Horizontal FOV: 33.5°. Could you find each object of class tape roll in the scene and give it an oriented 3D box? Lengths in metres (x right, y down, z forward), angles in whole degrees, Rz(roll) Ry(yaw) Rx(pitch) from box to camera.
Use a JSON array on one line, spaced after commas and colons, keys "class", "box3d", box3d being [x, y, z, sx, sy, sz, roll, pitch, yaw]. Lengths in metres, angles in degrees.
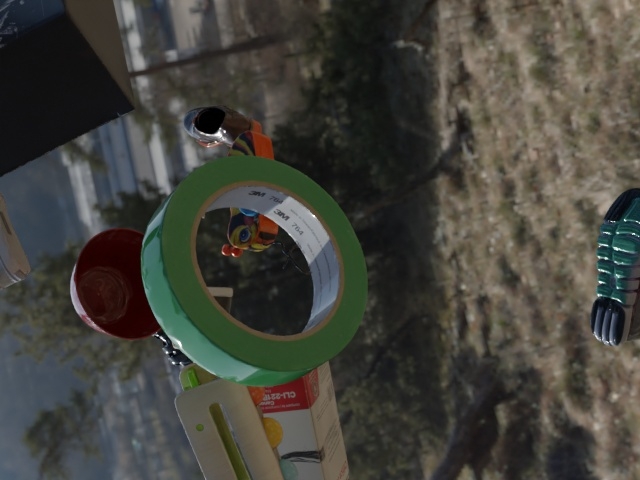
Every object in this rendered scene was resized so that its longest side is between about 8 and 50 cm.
[{"class": "tape roll", "box3d": [-0.087, 0.039, 1.482, 0.077, 0.321, 0.321, -39, 64, 51]}]

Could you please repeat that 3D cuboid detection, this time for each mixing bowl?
[{"class": "mixing bowl", "box3d": [-0.332, 0.080, 1.707, 0.098, 0.181, 0.182, -23, 79, 48]}]

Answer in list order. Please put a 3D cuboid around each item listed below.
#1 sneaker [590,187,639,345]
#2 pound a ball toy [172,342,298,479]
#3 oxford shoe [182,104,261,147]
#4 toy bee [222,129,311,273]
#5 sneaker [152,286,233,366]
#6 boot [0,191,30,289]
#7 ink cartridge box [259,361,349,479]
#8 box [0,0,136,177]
[{"class": "sneaker", "box3d": [0.441, 0.036, 1.484, 0.083, 0.098, 0.224, 27, 112, 54]}, {"class": "pound a ball toy", "box3d": [-0.136, 0.294, 1.742, 0.208, 0.135, 0.319, -106, -3, -76]}, {"class": "oxford shoe", "box3d": [-0.229, -0.252, 2.231, 0.271, 0.098, 0.097, 15, 81, 53]}, {"class": "toy bee", "box3d": [-0.135, -0.049, 1.982, 0.162, 0.195, 0.298, -33, 41, 30]}, {"class": "sneaker", "box3d": [-0.303, 0.162, 1.968, 0.104, 0.295, 0.147, 163, 106, -69]}, {"class": "boot", "box3d": [-0.601, -0.024, 1.822, 0.258, 0.123, 0.095, 63, -178, 20]}, {"class": "ink cartridge box", "box3d": [-0.035, 0.361, 2.022, 0.197, 0.114, 0.273, -45, -56, -74]}, {"class": "box", "box3d": [-0.450, -0.267, 1.464, 0.179, 0.312, 0.343, 60, -174, -45]}]
